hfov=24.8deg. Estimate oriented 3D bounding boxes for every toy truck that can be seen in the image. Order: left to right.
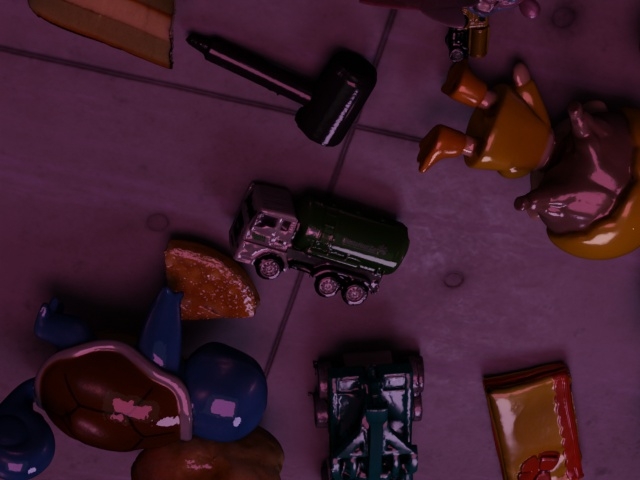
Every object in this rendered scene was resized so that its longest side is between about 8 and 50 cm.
[{"bbox_3d":[0.000,0.000,2.046,0.243,0.101,0.125,15,119,-18],"label":"toy truck"},{"bbox_3d":[0.074,0.318,2.239,0.177,0.178,0.363,-3,129,-2],"label":"toy truck"},{"bbox_3d":[0.191,-0.278,1.885,0.054,0.049,0.083,-4,127,-3],"label":"toy truck"}]

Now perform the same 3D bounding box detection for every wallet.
[{"bbox_3d":[0.344,0.306,2.315,0.141,0.067,0.241,-13,126,3],"label":"wallet"}]

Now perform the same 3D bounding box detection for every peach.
[{"bbox_3d":[-0.172,0.364,2.230,0.236,0.214,0.214,15,124,-11],"label":"peach"}]

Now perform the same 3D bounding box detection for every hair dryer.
[{"bbox_3d":[-0.055,-0.227,1.907,0.248,0.070,0.114,26,122,-11],"label":"hair dryer"}]

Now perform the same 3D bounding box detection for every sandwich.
[{"bbox_3d":[-0.270,-0.294,1.782,0.187,0.144,0.117,2,124,-6],"label":"sandwich"}]

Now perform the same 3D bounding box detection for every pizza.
[{"bbox_3d":[-0.174,0.061,2.108,0.134,0.046,0.175,-31,119,22],"label":"pizza"}]

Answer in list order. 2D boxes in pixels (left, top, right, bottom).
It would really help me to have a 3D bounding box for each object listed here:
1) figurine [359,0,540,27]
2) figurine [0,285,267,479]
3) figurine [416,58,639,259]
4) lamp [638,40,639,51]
[{"bbox_3d":[0.148,-0.360,1.806,0.260,0.103,0.205,2,90,-3],"label":"figurine"},{"bbox_3d":[-0.292,0.203,2.096,0.416,0.243,0.298,-10,132,-16],"label":"figurine"},{"bbox_3d":[0.310,-0.105,1.951,0.344,0.187,0.215,20,110,-10],"label":"figurine"},{"bbox_3d":[0.477,-0.248,1.876,0.136,0.136,0.136,-2,126,-3],"label":"lamp"}]
